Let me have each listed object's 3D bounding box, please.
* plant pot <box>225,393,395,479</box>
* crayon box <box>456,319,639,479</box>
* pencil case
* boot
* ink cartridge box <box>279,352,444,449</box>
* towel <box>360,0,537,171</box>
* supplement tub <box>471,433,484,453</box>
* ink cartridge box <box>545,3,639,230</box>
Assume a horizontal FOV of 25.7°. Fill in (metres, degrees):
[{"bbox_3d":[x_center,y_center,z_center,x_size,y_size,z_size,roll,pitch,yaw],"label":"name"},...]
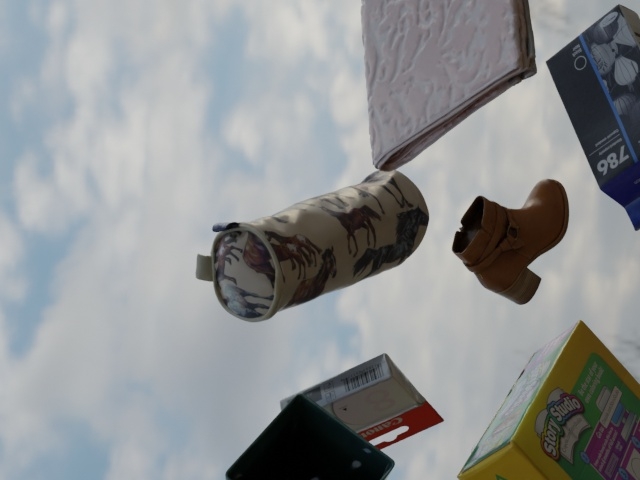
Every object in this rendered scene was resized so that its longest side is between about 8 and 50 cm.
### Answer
[{"bbox_3d":[-0.027,0.364,1.934,0.166,0.165,0.234,-46,-18,-31],"label":"plant pot"},{"bbox_3d":[0.365,0.312,1.820,0.313,0.106,0.363,47,-149,1],"label":"crayon box"},{"bbox_3d":[0.000,0.000,2.254,0.410,0.183,0.160,-21,-53,-45],"label":"pencil case"},{"bbox_3d":[0.259,-0.026,1.904,0.152,0.073,0.197,35,-116,-36],"label":"boot"},{"bbox_3d":[0.073,0.283,2.178,0.232,0.189,0.066,52,-162,-41],"label":"ink cartridge box"},{"bbox_3d":[0.162,-0.298,1.875,0.053,0.317,0.331,14,-118,-32],"label":"towel"},{"bbox_3d":[0.414,0.446,2.342,0.338,0.207,0.207,61,-156,4],"label":"supplement tub"},{"bbox_3d":[0.488,-0.197,2.231,0.065,0.165,0.332,12,-131,-45],"label":"ink cartridge box"}]
